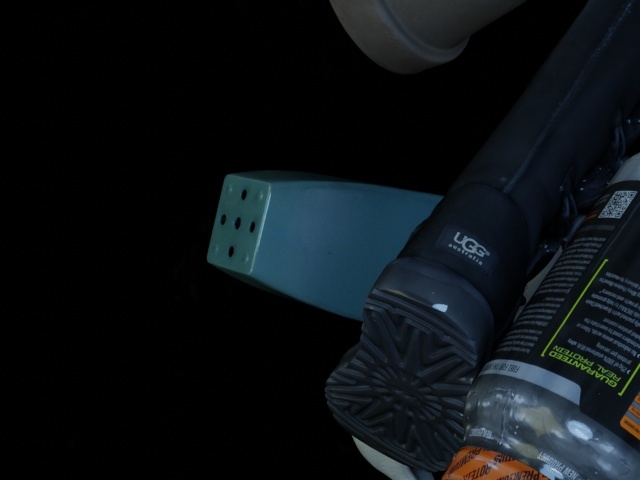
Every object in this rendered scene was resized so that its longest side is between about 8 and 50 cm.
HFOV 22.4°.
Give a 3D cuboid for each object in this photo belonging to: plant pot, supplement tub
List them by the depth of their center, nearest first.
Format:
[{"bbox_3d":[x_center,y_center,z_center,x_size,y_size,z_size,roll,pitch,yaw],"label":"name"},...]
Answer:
[{"bbox_3d":[0.257,0.107,1.331,0.338,0.207,0.207,-53,30,-17],"label":"supplement tub"},{"bbox_3d":[0.153,-0.337,1.773,0.229,0.263,0.263,-15,66,35],"label":"plant pot"},{"bbox_3d":[0.000,0.000,1.868,0.166,0.234,0.165,14,92,57],"label":"plant pot"}]

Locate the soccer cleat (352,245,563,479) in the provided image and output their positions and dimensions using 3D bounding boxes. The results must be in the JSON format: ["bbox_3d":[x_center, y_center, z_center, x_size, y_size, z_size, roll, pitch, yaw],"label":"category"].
[{"bbox_3d":[0.170,0.136,1.711,0.143,0.116,0.331,48,115,15],"label":"soccer cleat"}]

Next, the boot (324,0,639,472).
[{"bbox_3d":[0.189,-0.025,1.530,0.445,0.146,0.367,-56,-7,-27],"label":"boot"}]
